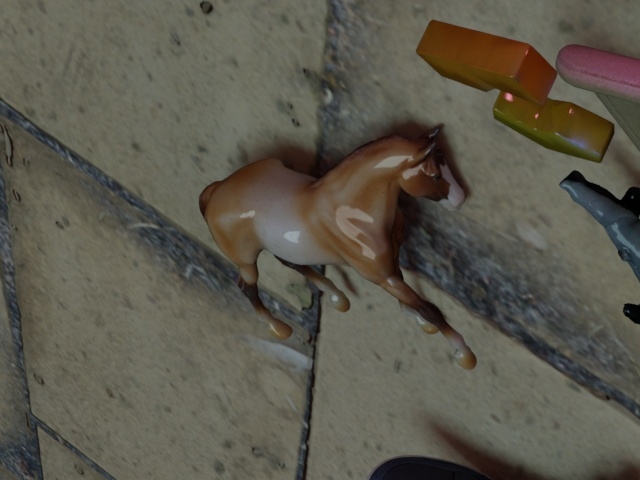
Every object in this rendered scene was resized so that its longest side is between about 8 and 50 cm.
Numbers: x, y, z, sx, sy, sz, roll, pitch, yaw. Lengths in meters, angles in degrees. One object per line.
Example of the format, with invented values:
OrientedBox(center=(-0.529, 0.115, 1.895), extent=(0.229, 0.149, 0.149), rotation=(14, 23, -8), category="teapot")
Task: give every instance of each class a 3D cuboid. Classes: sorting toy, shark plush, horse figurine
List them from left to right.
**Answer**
OrientedBox(center=(0.000, 0.000, 1.248), extent=(0.263, 0.066, 0.174), rotation=(9, 140, 44), category="horse figurine")
OrientedBox(center=(0.192, 0.026, 1.028), extent=(0.073, 0.067, 0.161), rotation=(-6, 123, 55), category="shark plush")
OrientedBox(center=(0.197, -0.022, 0.883), extent=(0.307, 0.041, 0.229), rotation=(20, 171, 38), category="sorting toy")

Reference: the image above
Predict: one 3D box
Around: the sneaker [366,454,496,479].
OrientedBox(center=(0.134, 0.194, 1.282), extent=(0.226, 0.086, 0.163), rotation=(28, 159, 11), category="sneaker")
